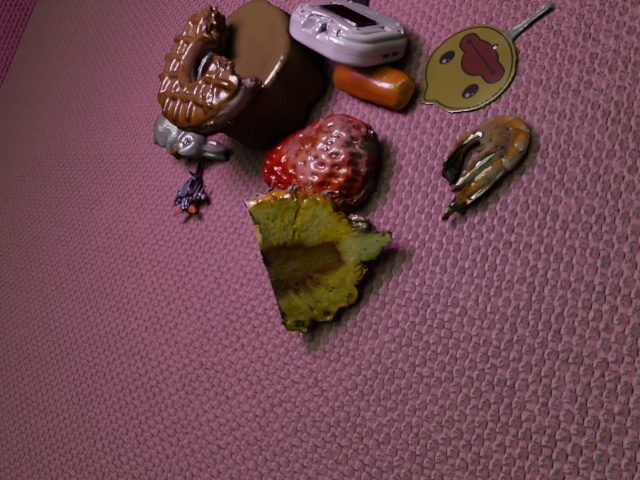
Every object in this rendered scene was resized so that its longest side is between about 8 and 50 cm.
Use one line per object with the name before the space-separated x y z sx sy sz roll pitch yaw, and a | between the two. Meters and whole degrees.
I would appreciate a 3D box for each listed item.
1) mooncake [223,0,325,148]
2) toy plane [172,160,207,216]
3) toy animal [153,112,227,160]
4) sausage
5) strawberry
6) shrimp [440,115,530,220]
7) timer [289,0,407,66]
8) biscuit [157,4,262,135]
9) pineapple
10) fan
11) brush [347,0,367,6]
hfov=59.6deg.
mooncake | -0.169 -0.442 1.527 0.378 0.200 0.379 -16 64 35
toy plane | -0.377 -0.159 1.636 0.130 0.061 0.189 -9 67 34
toy animal | -0.386 -0.293 1.646 0.251 0.127 0.125 29 68 30
sausage | 0.124 -0.388 1.357 0.238 0.098 0.098 32 91 38
strawberry | -0.022 -0.191 1.343 0.336 0.149 0.265 0 73 36
shrimp | 0.313 -0.163 1.152 0.254 0.059 0.145 -44 50 12
timer | 0.070 -0.507 1.350 0.262 0.237 0.087 39 133 30
biscuit | -0.296 -0.406 1.411 0.268 0.115 0.366 -40 52 24
pineapple | 0.004 -0.001 1.247 0.286 0.344 0.209 -16 25 -3
fan | 0.364 -0.410 1.246 0.335 0.011 0.230 -35 55 21
brush | 0.096 -0.584 1.503 0.062 0.016 0.194 -9 66 33
